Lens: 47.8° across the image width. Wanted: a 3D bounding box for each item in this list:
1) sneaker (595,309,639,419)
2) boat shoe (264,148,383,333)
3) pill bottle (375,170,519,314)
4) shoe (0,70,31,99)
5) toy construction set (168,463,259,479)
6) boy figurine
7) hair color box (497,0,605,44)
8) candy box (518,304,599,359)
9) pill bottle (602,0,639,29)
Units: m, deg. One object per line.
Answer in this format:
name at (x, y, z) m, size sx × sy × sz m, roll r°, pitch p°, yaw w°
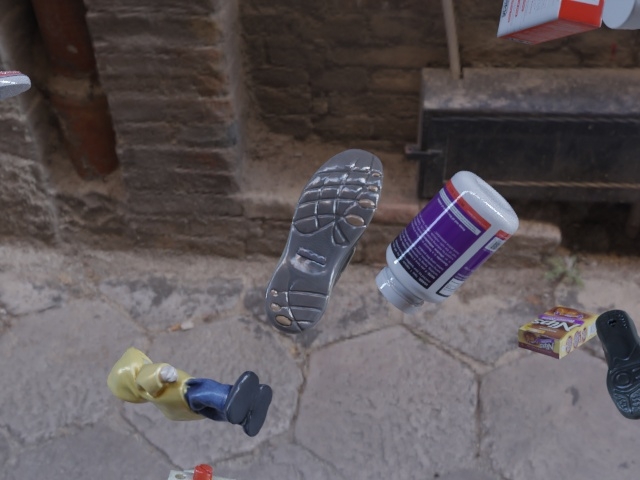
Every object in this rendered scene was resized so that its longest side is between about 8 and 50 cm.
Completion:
sneaker at (0.565, 0.243, 1.303) m, size 0.087 × 0.130 × 0.228 m, roll -26°, pitch 31°, yaw 23°
boat shoe at (0.000, 0.000, 1.283) m, size 0.132 × 0.130 × 0.355 m, roll 28°, pitch 77°, yaw 3°
pill bottle at (0.273, 0.013, 1.616) m, size 0.181 × 0.323 × 0.181 m, roll 36°, pitch 22°, yaw -17°
shoe at (-0.554, -0.259, 1.131) m, size 0.178 × 0.063 × 0.081 m, roll -17°, pitch 87°, yaw -22°
toy construction set at (-0.161, 0.495, 1.163) m, size 0.215 × 0.328 × 0.151 m, roll 13°, pitch 24°, yaw 12°
boy figurine at (-0.216, 0.238, 1.146) m, size 0.285 × 0.177 × 0.092 m, roll 6°, pitch 61°, yaw 34°
hair color box at (0.217, -0.230, 0.680) m, size 0.043 × 0.072 × 0.141 m, roll 8°, pitch 9°, yaw -10°
candy box at (0.562, 0.213, 1.701) m, size 0.186 × 0.053 × 0.109 m, roll -20°, pitch 24°, yaw -40°
pill bottle at (0.541, -0.363, 1.060) m, size 0.229 × 0.131 × 0.131 m, roll -2°, pitch 40°, yaw -8°
